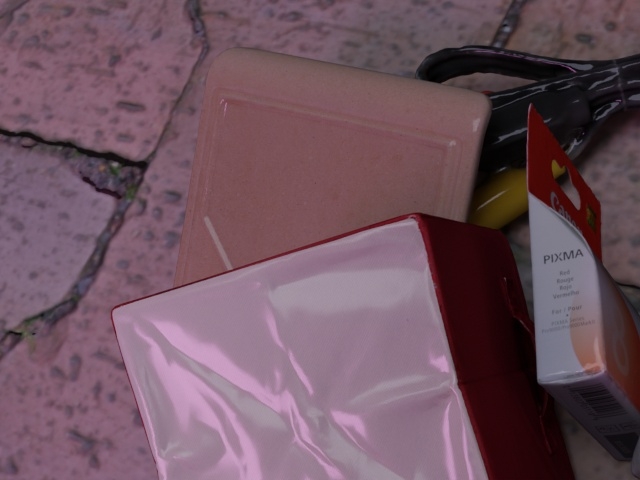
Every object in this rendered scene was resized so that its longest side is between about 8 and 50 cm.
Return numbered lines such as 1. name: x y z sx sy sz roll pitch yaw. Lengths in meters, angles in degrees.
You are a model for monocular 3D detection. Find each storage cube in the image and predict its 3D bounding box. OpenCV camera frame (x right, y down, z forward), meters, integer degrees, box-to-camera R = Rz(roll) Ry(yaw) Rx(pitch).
1. storage cube: 0.022 0.097 0.850 0.215 0.193 0.184 -17 82 18

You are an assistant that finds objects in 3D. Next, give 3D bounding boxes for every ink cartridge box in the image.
1. ink cartridge box: 0.167 0.025 0.883 0.045 0.145 0.179 -9 61 25

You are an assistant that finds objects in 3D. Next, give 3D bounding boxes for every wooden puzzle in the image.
1. wooden puzzle: 0.000 0.000 1.011 0.221 0.044 0.239 15 95 32

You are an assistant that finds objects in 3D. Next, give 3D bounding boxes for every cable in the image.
1. cable: 0.180 -0.090 1.012 0.287 0.072 0.139 -18 57 4

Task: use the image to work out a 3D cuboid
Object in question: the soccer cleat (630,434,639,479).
1. soccer cleat: 0.293 0.192 0.764 0.116 0.143 0.331 -30 71 -27
